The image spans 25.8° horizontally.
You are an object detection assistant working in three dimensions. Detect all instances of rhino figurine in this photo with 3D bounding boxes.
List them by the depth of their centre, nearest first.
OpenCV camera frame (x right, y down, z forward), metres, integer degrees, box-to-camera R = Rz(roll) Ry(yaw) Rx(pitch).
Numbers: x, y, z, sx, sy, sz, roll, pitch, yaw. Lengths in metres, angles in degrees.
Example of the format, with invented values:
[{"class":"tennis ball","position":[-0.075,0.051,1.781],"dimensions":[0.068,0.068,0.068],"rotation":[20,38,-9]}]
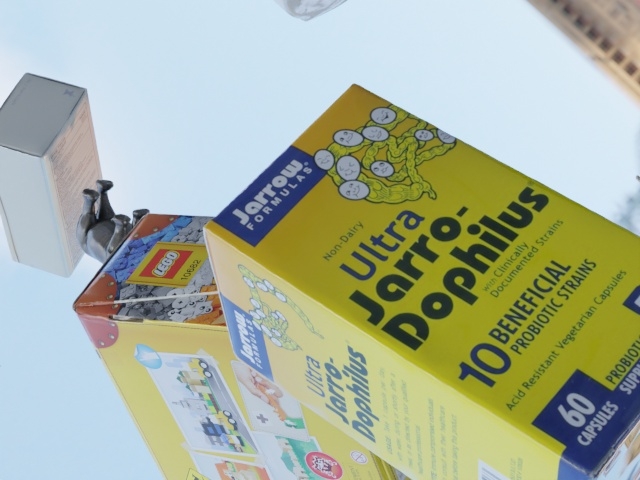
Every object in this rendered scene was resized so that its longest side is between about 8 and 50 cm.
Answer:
[{"class":"rhino figurine","position":[-0.269,0.009,1.938],"dimensions":[0.073,0.106,0.243],"rotation":[-8,-150,-35]}]

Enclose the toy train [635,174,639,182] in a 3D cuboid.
[{"class":"toy train","position":[0.432,-0.001,1.387],"dimensions":[0.105,0.143,0.248],"rotation":[-28,-102,-42]}]

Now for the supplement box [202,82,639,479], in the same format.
[{"class":"supplement box","position":[0.111,0.067,1.100],"dimensions":[0.357,0.195,0.194],"rotation":[31,-118,26]}]

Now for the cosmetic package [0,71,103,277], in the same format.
[{"class":"cosmetic package","position":[-0.436,-0.100,2.240],"dimensions":[0.113,0.309,0.160],"rotation":[16,-127,13]}]

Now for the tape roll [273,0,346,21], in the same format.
[{"class":"tape roll","position":[0.063,-0.442,1.722],"dimensions":[0.072,0.392,0.392],"rotation":[42,-150,11]}]

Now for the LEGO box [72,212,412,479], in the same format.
[{"class":"LEGO box","position":[-0.033,0.222,1.775],"dimensions":[0.193,0.373,0.500],"rotation":[-56,-43,-40]}]
